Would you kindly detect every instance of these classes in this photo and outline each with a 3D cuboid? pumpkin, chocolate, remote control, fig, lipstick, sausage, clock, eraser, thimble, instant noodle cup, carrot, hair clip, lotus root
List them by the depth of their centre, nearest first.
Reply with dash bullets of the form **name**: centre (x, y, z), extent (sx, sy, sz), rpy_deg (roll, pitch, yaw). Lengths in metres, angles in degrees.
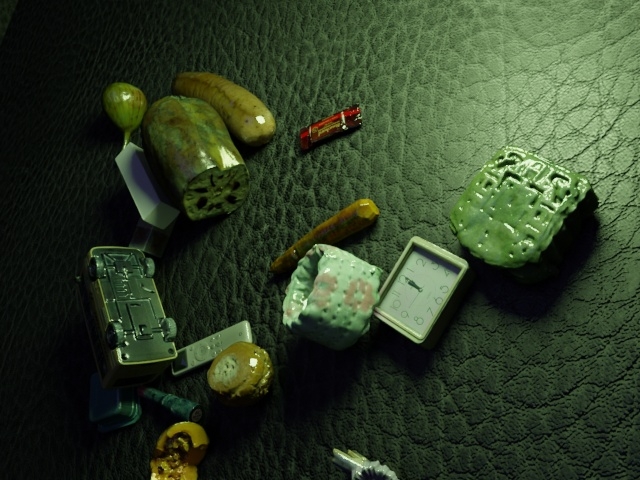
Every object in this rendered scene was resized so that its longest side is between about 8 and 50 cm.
- **hair clip**: centre (0.148, 0.473, 1.001), extent (0.292, 0.084, 0.106), rpy_deg (16, 98, 31)
- **clock**: centre (0.208, 0.106, 1.106), extent (0.147, 0.071, 0.192), rpy_deg (32, 90, 37)
- **thimble**: centre (0.025, 0.113, 1.130), extent (0.211, 0.149, 0.185), rpy_deg (-57, 21, 24)
- **pumpkin**: centre (-0.337, 0.515, 1.259), extent (0.107, 0.119, 0.184), rpy_deg (-27, 44, 64)
- **carrot**: centre (0.000, 0.000, 1.291), extent (0.314, 0.066, 0.066), rpy_deg (-33, 57, 21)
- **remote control**: centre (-0.284, 0.277, 1.371), extent (0.260, 0.029, 0.067), rpy_deg (-26, 59, 22)
- **lipstick**: centre (-0.393, 0.413, 1.372), extent (0.234, 0.053, 0.054), rpy_deg (8, 75, 35)
- **chocolate**: centre (0.025, -0.296, 1.411), extent (0.182, 0.028, 0.086), rpy_deg (-23, 53, 22)
- **lotus root**: centre (-0.353, -0.242, 1.461), extent (0.250, 0.250, 0.346), rpy_deg (-36, 67, 15)
- **instant noodle cup**: centre (-0.566, 0.419, 1.470), extent (0.157, 0.070, 0.179), rpy_deg (-22, 59, 21)
- **eraser**: centre (-0.506, -0.163, 1.562), extent (0.076, 0.078, 0.298), rpy_deg (-45, 54, 10)
- **sausage**: centre (-0.300, -0.416, 1.607), extent (0.500, 0.123, 0.136), rpy_deg (35, 119, 37)
- **lipstick**: centre (-0.459, -0.136, 1.619), extent (0.079, 0.076, 0.372), rpy_deg (12, 78, 36)
- **fig**: centre (-0.657, -0.402, 1.836), extent (0.151, 0.151, 0.259), rpy_deg (-9, 91, 29)

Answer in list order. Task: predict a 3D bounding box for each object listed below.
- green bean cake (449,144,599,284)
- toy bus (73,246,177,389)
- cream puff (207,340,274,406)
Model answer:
- **green bean cake**: centre (0.383, -0.046, 1.031), extent (0.222, 0.125, 0.227), rpy_deg (39, 98, 37)
- **toy bus**: centre (-0.532, 0.200, 1.444), extent (0.202, 0.176, 0.365), rpy_deg (-49, 55, 33)
- **cream puff**: centre (-0.176, 0.313, 1.237), extent (0.165, 0.115, 0.150), rpy_deg (14, 72, 45)
